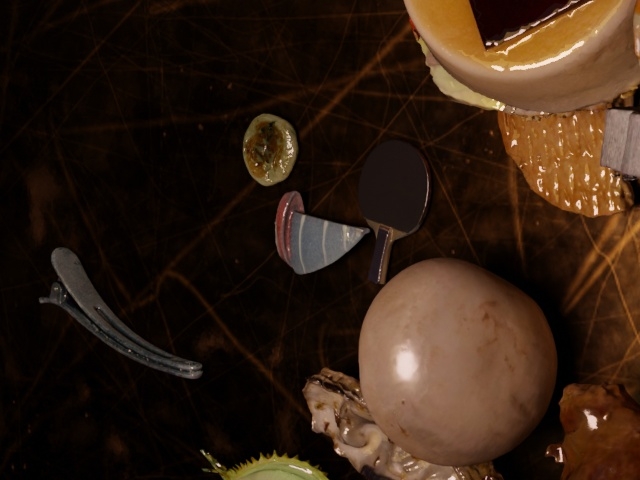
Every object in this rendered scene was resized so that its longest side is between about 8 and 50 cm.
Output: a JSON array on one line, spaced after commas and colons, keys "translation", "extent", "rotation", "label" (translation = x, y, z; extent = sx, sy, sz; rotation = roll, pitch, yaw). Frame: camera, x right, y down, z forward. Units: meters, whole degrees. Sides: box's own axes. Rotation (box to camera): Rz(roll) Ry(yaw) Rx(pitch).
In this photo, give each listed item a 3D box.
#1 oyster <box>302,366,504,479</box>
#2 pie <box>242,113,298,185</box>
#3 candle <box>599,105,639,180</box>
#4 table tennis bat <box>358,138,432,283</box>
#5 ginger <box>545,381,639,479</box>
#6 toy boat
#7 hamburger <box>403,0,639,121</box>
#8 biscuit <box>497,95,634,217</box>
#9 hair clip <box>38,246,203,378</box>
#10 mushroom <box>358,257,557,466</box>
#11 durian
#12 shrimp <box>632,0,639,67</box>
[{"translation": [0.113, 0.236, 1.675], "extent": [0.345, 0.079, 0.128], "rotation": [28, 133, 33], "label": "oyster"}, {"translation": [-0.058, -0.103, 1.813], "extent": [0.085, 0.017, 0.085], "rotation": [5, 98, 41], "label": "pie"}, {"translation": [0.339, -0.082, 1.401], "extent": [0.192, 0.169, 0.068], "rotation": [-119, 32, -80], "label": "candle"}, {"translation": [0.075, -0.031, 1.710], "extent": [0.095, 0.014, 0.158], "rotation": [20, 106, 37], "label": "table tennis bat"}, {"translation": [0.353, 0.260, 1.413], "extent": [0.357, 0.152, 0.274], "rotation": [32, 114, 32], "label": "ginger"}, {"translation": [0.000, 0.000, 1.755], "extent": [0.122, 0.034, 0.096], "rotation": [18, 112, 44], "label": "toy boat"}, {"translation": [0.212, -0.254, 1.437], "extent": [0.302, 0.170, 0.302], "rotation": [-6, 79, 29], "label": "hamburger"}, {"translation": [0.238, -0.129, 1.545], "extent": [0.144, 0.033, 0.224], "rotation": [-11, 83, 40], "label": "biscuit"}, {"translation": [-0.247, 0.110, 1.988], "extent": [0.275, 0.048, 0.083], "rotation": [33, 113, 28], "label": "hair clip"}, {"translation": [0.117, 0.119, 1.572], "extent": [0.209, 0.206, 0.206], "rotation": [-2, 94, 40], "label": "mushroom"}, {"translation": [-0.039, 0.295, 1.784], "extent": [0.215, 0.100, 0.086], "rotation": [35, 113, 25], "label": "durian"}, {"translation": [0.380, -0.233, 1.349], "extent": [0.296, 0.169, 0.058], "rotation": [-43, 39, -8], "label": "shrimp"}]
